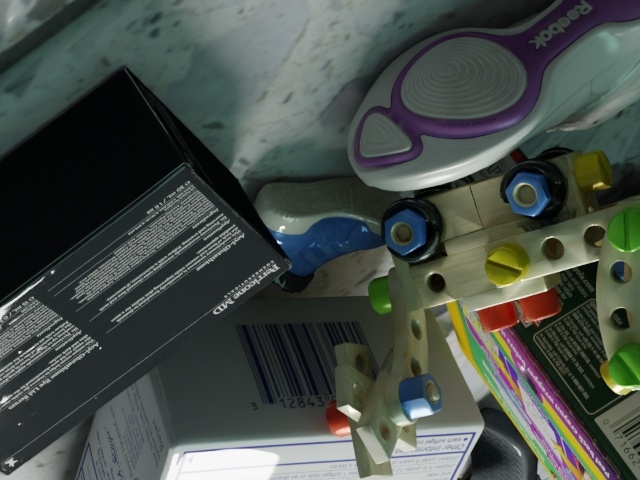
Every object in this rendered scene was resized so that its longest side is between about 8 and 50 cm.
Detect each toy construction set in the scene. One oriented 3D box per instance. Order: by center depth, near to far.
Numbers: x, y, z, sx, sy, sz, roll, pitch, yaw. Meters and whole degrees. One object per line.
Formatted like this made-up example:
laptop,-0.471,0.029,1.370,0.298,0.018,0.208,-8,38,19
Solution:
toy construction set,0.151,0.052,1.383,0.328,0.215,0.151,-18,-178,13

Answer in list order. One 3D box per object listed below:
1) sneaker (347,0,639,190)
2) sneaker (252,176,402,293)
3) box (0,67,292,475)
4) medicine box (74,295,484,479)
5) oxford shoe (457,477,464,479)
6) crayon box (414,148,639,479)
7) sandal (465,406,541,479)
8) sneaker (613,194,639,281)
sneaker,0.165,-0.109,1.405,0.305,0.114,0.152,-30,149,-6
sneaker,0.000,-0.001,1.461,0.152,0.058,0.084,-2,136,-40
box,-0.177,0.028,1.294,0.261,0.103,0.184,-36,147,4
medicine box,-0.049,0.194,1.547,0.263,0.149,0.289,-1,137,-24
oxford shoe,0.047,0.345,1.987,0.133,0.130,0.363,25,131,-19
crayon box,0.232,0.137,1.577,0.106,0.363,0.313,-32,150,-4
sandal,0.201,0.252,1.997,0.054,0.097,0.254,-50,159,-28
sneaker,0.343,-0.042,1.712,0.296,0.112,0.131,-17,129,-28
